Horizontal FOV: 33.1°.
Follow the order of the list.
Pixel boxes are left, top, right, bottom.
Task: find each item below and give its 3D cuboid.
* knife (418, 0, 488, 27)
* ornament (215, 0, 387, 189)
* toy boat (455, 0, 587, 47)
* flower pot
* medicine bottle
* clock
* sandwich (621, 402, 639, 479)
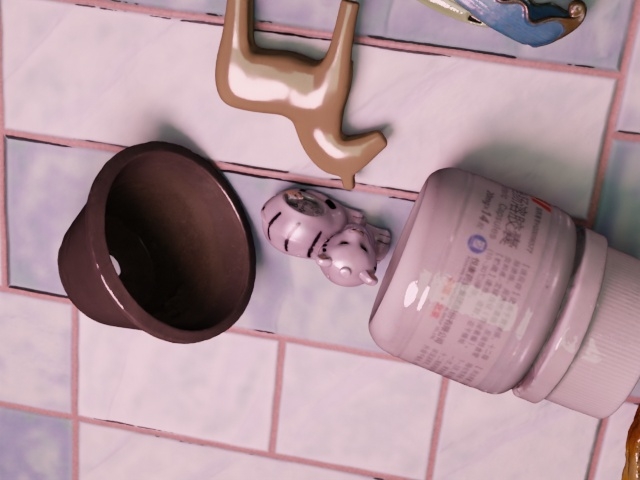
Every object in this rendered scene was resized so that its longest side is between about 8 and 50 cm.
[{"bbox_3d":[0.074,-0.322,1.299,0.293,0.020,0.043,28,116,0],"label":"knife"},{"bbox_3d":[-0.019,-0.193,1.350,0.230,0.061,0.245,12,114,4],"label":"ornament"},{"bbox_3d":[0.219,-0.292,1.252,0.185,0.075,0.077,34,123,-8],"label":"toy boat"},{"bbox_3d":[-0.231,0.018,1.407,0.166,0.269,0.269,-19,110,42],"label":"flower pot"},{"bbox_3d":[0.236,0.069,1.314,0.306,0.245,0.245,22,115,0],"label":"medicine bottle"},{"bbox_3d":[0.000,-0.001,1.399,0.176,0.117,0.080,24,115,1],"label":"clock"},{"bbox_3d":[0.545,0.246,1.343,0.301,0.099,0.271,21,87,-8],"label":"sandwich"}]
